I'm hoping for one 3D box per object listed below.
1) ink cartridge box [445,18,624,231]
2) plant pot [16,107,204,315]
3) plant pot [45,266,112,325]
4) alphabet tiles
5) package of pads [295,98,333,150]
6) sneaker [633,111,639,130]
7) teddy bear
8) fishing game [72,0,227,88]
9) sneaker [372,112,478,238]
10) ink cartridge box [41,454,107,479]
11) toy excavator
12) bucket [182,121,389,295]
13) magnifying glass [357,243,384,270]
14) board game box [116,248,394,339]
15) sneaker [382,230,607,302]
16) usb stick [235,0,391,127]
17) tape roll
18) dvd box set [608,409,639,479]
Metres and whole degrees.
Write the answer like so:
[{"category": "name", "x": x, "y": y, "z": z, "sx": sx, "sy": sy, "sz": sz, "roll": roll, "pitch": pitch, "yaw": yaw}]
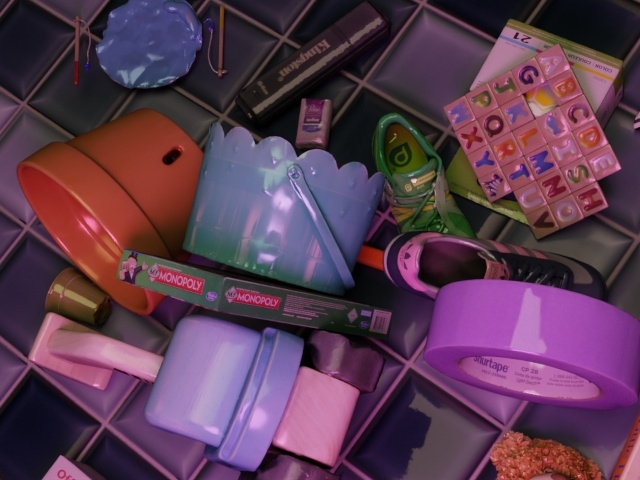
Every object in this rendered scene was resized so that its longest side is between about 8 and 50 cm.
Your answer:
[{"category": "ink cartridge box", "x": 0.305, "y": -0.169, "z": 1.671, "sx": 0.189, "sy": 0.097, "sz": 0.255, "roll": 26, "pitch": 78, "yaw": 22}, {"category": "plant pot", "x": -0.281, "y": -0.060, "z": 1.705, "sx": 0.291, "sy": 0.291, "sz": 0.203, "roll": 37, "pitch": 65, "yaw": 24}, {"category": "plant pot", "x": -0.369, "y": 0.094, "z": 1.762, "sx": 0.079, "sy": 0.083, "sz": 0.083, "roll": 22, "pitch": 77, "yaw": 15}, {"category": "alphabet tiles", "x": 0.308, "y": -0.130, "z": 1.628, "sx": 0.198, "sy": 0.009, "sz": 0.237, "roll": -28, "pitch": 86, "yaw": 30}, {"category": "package of pads", "x": -0.009, "y": -0.182, "z": 1.796, "sx": 0.050, "sy": 0.032, "sz": 0.083, "roll": 3, "pitch": 71, "yaw": 13}, {"category": "sneaker", "x": 0.503, "y": -0.155, "z": 1.650, "sx": 0.109, "sy": 0.040, "sz": 0.043, "roll": 36, "pitch": 99, "yaw": 27}, {"category": "teddy bear", "x": 0.255, "y": 0.415, "z": 1.453, "sx": 0.245, "sy": 0.113, "sz": 0.338, "roll": 38, "pitch": 83, "yaw": 22}, {"category": "fishing game", "x": -0.289, "y": -0.335, "z": 1.927, "sx": 0.264, "sy": 0.041, "sz": 0.189, "roll": -7, "pitch": 68, "yaw": 4}, {"category": "sneaker", "x": 0.145, "y": -0.055, "z": 1.651, "sx": 0.109, "sy": 0.123, "sz": 0.295, "roll": -28, "pitch": 72, "yaw": 4}, {"category": "ink cartridge box", "x": -0.365, "y": 0.438, "z": 1.620, "sx": 0.154, "sy": 0.093, "sz": 0.212, "roll": 33, "pitch": 79, "yaw": 24}, {"category": "toy excavator", "x": -0.183, "y": 0.190, "z": 1.576, "sx": 0.445, "sy": 0.433, "sz": 0.222, "roll": 24, "pitch": 76, "yaw": -7}, {"category": "bucket", "x": -0.053, "y": -0.040, "z": 1.600, "sx": 0.281, "sy": 0.281, "sz": 0.183, "roll": 17, "pitch": 90, "yaw": 20}, {"category": "magnifying glass", "x": 0.000, "y": 0.000, "z": 1.730, "sx": 0.231, "sy": 0.026, "sz": 0.092, "roll": 18, "pitch": 76, "yaw": 22}, {"category": "board game box", "x": -0.083, "y": 0.075, "z": 1.529, "sx": 0.213, "sy": 0.317, "sz": 0.046, "roll": 13, "pitch": 90, "yaw": 44}, {"category": "sneaker", "x": 0.246, "y": 0.057, "z": 1.535, "sx": 0.319, "sy": 0.131, "sz": 0.112, "roll": 8, "pitch": 89, "yaw": -6}, {"category": "usb stick", "x": -0.011, "y": -0.284, "z": 1.828, "sx": 0.278, "sy": 0.045, "sz": 0.077, "roll": -36, "pitch": 66, "yaw": 0}, {"category": "tape roll", "x": 0.275, "y": 0.138, "z": 1.463, "sx": 0.275, "sy": 0.275, "sz": 0.090, "roll": 8, "pitch": 72, "yaw": 18}, {"category": "dvd box set", "x": 0.485, "y": 0.379, "z": 1.386, "sx": 0.308, "sy": 0.062, "sz": 0.420, "roll": 26, "pitch": 78, "yaw": 4}]
